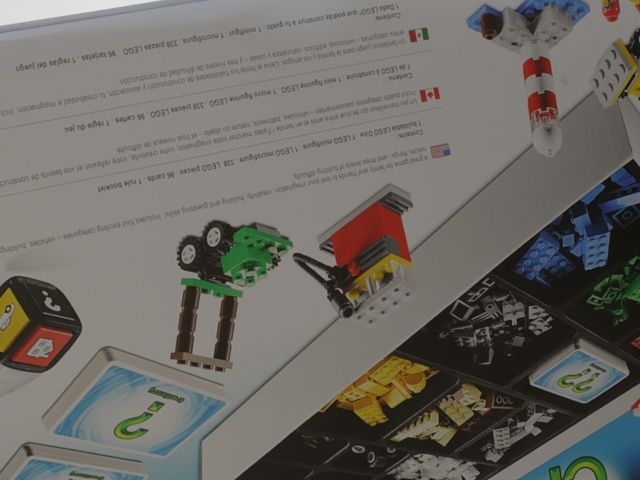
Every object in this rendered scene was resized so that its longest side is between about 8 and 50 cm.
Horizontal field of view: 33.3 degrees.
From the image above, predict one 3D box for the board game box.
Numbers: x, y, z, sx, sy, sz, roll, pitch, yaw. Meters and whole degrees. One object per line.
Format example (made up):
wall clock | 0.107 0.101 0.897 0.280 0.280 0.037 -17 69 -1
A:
board game box | 0.007 0.013 0.349 0.305 0.193 0.053 -13 7 -19
